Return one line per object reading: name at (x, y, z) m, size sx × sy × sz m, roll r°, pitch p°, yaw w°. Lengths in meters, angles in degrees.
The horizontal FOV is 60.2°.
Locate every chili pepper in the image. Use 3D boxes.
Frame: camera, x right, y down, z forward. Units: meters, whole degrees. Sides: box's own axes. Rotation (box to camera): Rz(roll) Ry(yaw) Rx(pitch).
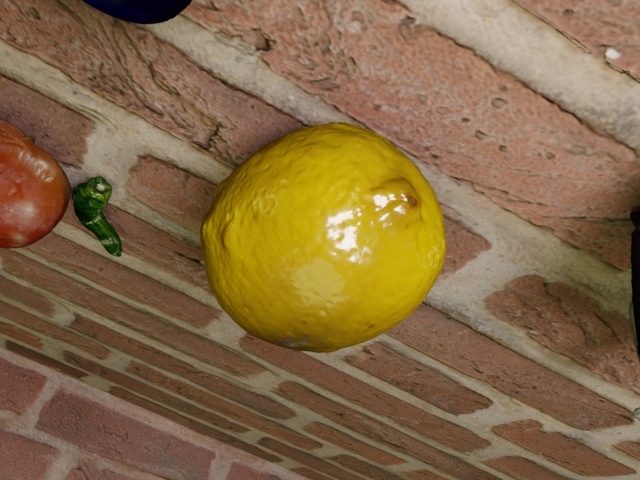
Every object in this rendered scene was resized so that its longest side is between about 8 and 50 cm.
chili pepper at (-0.377, -0.041, 0.930) m, size 0.073 × 0.050 × 0.182 m, roll 17°, pitch 146°, yaw 3°

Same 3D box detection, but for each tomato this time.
tomato at (-0.477, -0.072, 0.857) m, size 0.214 × 0.180 × 0.155 m, roll -13°, pitch 149°, yaw 41°

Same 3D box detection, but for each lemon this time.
lemon at (0.002, 0.000, 0.621) m, size 0.261 × 0.260 × 0.284 m, roll 24°, pitch 136°, yaw -7°

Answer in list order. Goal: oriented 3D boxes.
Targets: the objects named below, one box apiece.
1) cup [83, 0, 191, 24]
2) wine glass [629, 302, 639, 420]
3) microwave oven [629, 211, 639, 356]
cup at (-0.080, -0.292, 0.314) m, size 0.256 × 0.178 × 0.255 m, roll -12°, pitch 137°, yaw 35°
wine glass at (0.434, 0.154, 0.703) m, size 0.073 × 0.155 × 0.073 m, roll 13°, pitch 150°, yaw 8°
microwave oven at (0.439, 0.033, 0.506) m, size 0.248 × 0.178 × 0.188 m, roll 13°, pitch 146°, yaw 10°
